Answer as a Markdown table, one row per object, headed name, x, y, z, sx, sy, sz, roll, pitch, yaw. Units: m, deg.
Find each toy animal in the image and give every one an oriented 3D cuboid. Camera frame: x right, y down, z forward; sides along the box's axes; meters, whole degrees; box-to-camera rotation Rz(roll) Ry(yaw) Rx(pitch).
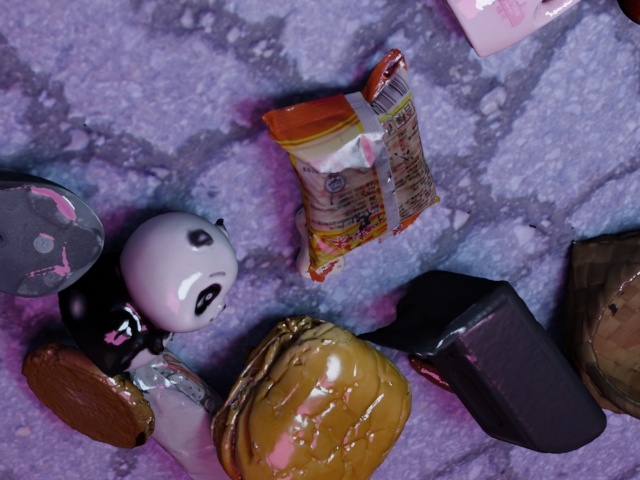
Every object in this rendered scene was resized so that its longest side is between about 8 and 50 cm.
| name | x | y | z | sx | sy | sz | roll | pitch | yaw |
| --- | --- | --- | --- | --- | --- | --- | --- | --- | --- |
| toy animal | -0.221 | 0.063 | 1.525 | 0.235 | 0.187 | 0.165 | -31 | 93 | 8 |

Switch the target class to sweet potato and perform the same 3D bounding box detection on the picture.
| name | x | y | z | sx | sy | sz | roll | pitch | yaw |
| --- | --- | --- | --- | --- | --- | --- | --- | --- | --- |
| sweet potato | 0.235 | 0.229 | 1.878 | 0.214 | 0.050 | 0.050 | 12 | 122 | -21 |

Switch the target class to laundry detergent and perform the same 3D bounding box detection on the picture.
| name | x | y | z | sx | sy | sz | roll | pitch | yaw |
| --- | --- | --- | --- | --- | --- | --- | --- | --- | --- |
| laundry detergent | 0.311 | -0.369 | 1.422 | 0.335 | 0.088 | 0.159 | -32 | 132 | 7 |

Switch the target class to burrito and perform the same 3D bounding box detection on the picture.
| name | x | y | z | sx | sy | sz | roll | pitch | yaw |
| --- | --- | --- | --- | --- | --- | --- | --- | --- | --- |
| burrito | -0.206 | 0.266 | 1.730 | 0.139 | 0.101 | 0.445 | -19 | 131 | 20 |

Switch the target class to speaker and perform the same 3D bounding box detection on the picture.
| name | x | y | z | sx | sy | sz | roll | pitch | yaw |
| --- | --- | --- | --- | --- | --- | --- | --- | --- | --- |
| speaker | 0.248 | 0.208 | 1.723 | 0.184 | 0.180 | 0.388 | -51 | 120 | -20 |

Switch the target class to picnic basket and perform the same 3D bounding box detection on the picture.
| name | x | y | z | sx | sy | sz | roll | pitch | yaw |
| --- | --- | --- | --- | --- | --- | --- | --- | --- | --- |
| picnic basket | 0.541 | 0.166 | 1.754 | 0.293 | 0.337 | 0.337 | -11 | 128 | -9 |

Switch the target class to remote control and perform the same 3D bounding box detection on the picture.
| name | x | y | z | sx | sy | sz | roll | pitch | yaw |
| --- | --- | --- | --- | --- | --- | --- | --- | --- | --- |
| remote control | 0.000 | 0.000 | 1.639 | 0.074 | 0.032 | 0.122 | -8 | 128 | -12 |

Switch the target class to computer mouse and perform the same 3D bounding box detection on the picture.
| name | x | y | z | sx | sy | sz | roll | pitch | yaw |
| --- | --- | --- | --- | --- | --- | --- | --- | --- | --- |
| computer mouse | -0.464 | -0.032 | 1.439 | 0.379 | 0.090 | 0.167 | 11 | 114 | -15 |

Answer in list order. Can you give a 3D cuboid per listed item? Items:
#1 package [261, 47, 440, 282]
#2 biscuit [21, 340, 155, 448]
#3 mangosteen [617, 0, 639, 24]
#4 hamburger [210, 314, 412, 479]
| name | x | y | z | sx | sy | sz | roll | pitch | yaw |
| --- | --- | --- | --- | --- | --- | --- | --- | --- | --- |
| package | 0.051 | -0.090 | 1.526 | 0.223 | 0.108 | 0.288 | -29 | 127 | -12 |
| biscuit | -0.330 | 0.221 | 1.628 | 0.226 | 0.042 | 0.226 | 21 | 144 | 16 |
| mangosteen | 0.451 | -0.323 | 1.467 | 0.140 | 0.140 | 0.140 | -9 | 128 | -11 |
| hamburger | -0.015 | 0.271 | 1.713 | 0.319 | 0.158 | 0.318 | -13 | 114 | -32 |
